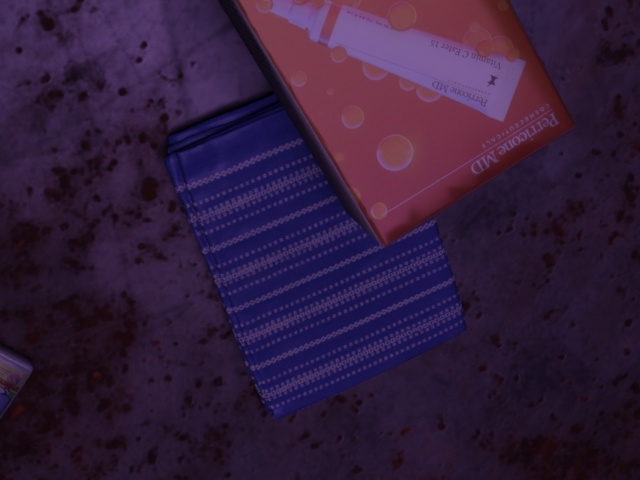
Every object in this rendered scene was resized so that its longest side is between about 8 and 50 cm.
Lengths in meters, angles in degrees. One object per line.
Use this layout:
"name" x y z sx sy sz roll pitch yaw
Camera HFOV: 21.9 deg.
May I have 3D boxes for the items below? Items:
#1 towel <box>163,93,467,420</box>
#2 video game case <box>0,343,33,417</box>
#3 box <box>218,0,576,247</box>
"towel" 0.000 0.000 1.693 0.243 0.040 0.336 -24 117 -9
"video game case" -0.423 0.152 1.627 0.212 0.023 0.193 31 99 -24
"box" 0.045 -0.204 1.519 0.215 0.168 0.345 -33 107 -2
